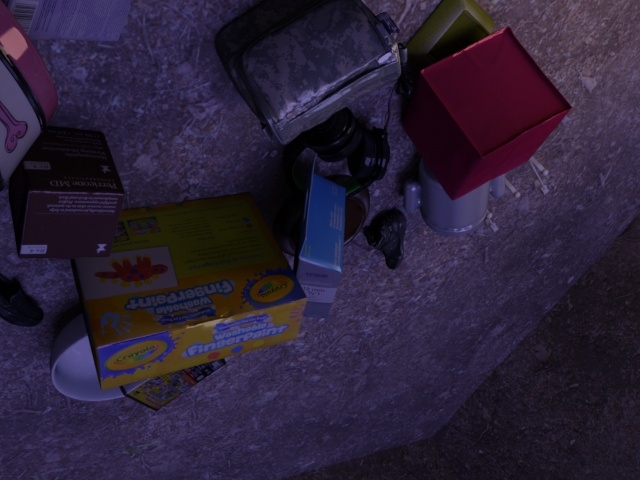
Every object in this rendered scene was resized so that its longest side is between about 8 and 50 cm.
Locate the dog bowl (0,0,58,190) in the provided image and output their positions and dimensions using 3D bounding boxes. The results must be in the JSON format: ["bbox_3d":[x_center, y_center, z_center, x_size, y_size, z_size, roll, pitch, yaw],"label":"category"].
[{"bbox_3d":[-0.528,-0.263,0.770,0.150,0.407,0.408,-50,149,-22],"label":"dog bowl"}]

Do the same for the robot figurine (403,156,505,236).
[{"bbox_3d":[0.388,-0.149,1.688,0.299,0.200,0.354,-6,142,5],"label":"robot figurine"}]

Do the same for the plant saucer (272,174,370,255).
[{"bbox_3d":[0.014,-0.051,1.664,0.310,0.050,0.311,-19,141,-16],"label":"plant saucer"}]

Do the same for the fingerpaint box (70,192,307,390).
[{"bbox_3d":[-0.311,0.093,1.329,0.444,0.371,0.163,-11,139,-26],"label":"fingerpaint box"}]

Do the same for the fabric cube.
[{"bbox_3d":[0.383,-0.297,1.405,0.259,0.254,0.258,-28,165,-10],"label":"fabric cube"}]

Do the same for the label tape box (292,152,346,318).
[{"bbox_3d":[0.000,0.000,1.409,0.115,0.249,0.348,8,146,-5],"label":"label tape box"}]

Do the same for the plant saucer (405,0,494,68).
[{"bbox_3d":[0.319,-0.478,1.393,0.188,0.045,0.188,17,122,-46],"label":"plant saucer"}]

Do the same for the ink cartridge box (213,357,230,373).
[{"bbox_3d":[-0.373,0.317,1.770,0.160,0.093,0.219,-45,142,18],"label":"ink cartridge box"}]

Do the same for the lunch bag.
[{"bbox_3d":[-0.016,-0.341,1.134,0.305,0.256,0.213,-31,144,-1],"label":"lunch bag"}]

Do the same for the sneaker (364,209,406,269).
[{"bbox_3d":[0.197,0.011,1.837,0.130,0.087,0.228,-18,138,-15],"label":"sneaker"}]

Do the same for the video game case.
[{"bbox_3d":[-0.401,0.373,1.633,0.248,0.035,0.275,-34,158,-12],"label":"video game case"}]

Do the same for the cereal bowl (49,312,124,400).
[{"bbox_3d":[-0.546,0.273,1.558,0.338,0.141,0.339,-20,142,-16],"label":"cereal bowl"}]

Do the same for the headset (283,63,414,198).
[{"bbox_3d":[0.073,-0.256,1.423,0.243,0.185,0.394,21,132,-37],"label":"headset"}]

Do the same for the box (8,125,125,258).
[{"bbox_3d":[-0.494,-0.093,1.123,0.168,0.203,0.167,-1,133,-36],"label":"box"}]

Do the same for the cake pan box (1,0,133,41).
[{"bbox_3d":[-0.363,-0.417,0.864,0.267,0.070,0.245,-56,168,30],"label":"cake pan box"}]

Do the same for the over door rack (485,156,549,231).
[{"bbox_3d":[0.633,-0.160,1.930,0.239,0.108,0.324,-38,143,10],"label":"over door rack"}]

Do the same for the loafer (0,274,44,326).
[{"bbox_3d":[-0.711,0.130,1.330,0.078,0.076,0.223,-27,140,6],"label":"loafer"}]
